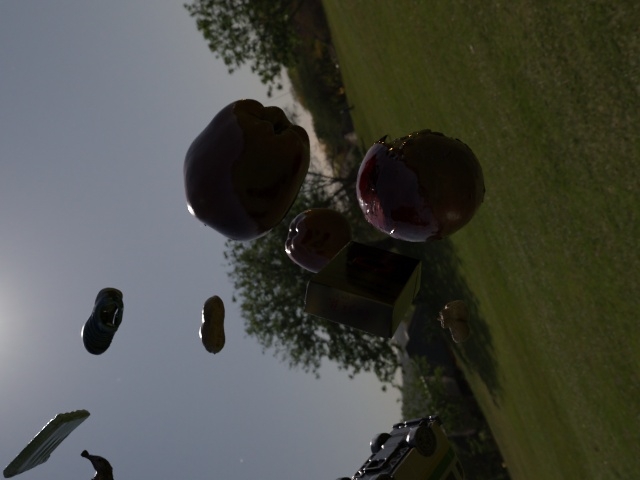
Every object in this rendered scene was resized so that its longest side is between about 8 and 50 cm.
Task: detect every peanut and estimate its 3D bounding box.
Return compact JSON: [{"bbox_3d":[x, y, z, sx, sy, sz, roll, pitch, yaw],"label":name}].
[{"bbox_3d":[-0.395,0.308,2.043,0.099,0.099,0.214,27,-116,-80],"label":"peanut"}]

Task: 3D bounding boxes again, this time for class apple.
[{"bbox_3d":[0.000,-0.002,1.873,0.234,0.234,0.234,-23,-90,-84],"label":"apple"},{"bbox_3d":[-0.173,-0.161,1.309,0.288,0.317,0.288,33,-160,-14],"label":"apple"}]

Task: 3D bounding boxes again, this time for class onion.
[{"bbox_3d":[0.215,-0.114,1.210,0.276,0.276,0.276,-23,-90,-84],"label":"onion"}]

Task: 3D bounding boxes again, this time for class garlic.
[{"bbox_3d":[0.538,0.323,2.221,0.099,0.124,0.175,77,-175,-67],"label":"garlic"}]

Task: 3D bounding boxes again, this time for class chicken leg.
[{"bbox_3d":[-0.551,0.574,1.386,0.145,0.062,0.037,48,147,41],"label":"chicken leg"}]

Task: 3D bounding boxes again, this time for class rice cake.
[{"bbox_3d":[-0.758,0.560,1.555,0.037,0.198,0.189,41,176,9],"label":"rice cake"}]

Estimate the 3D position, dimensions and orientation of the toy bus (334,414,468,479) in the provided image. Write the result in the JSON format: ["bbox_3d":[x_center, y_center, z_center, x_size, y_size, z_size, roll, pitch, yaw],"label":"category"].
[{"bbox_3d":[0.144,0.497,1.068,0.305,0.143,0.179,-31,-91,-44],"label":"toy bus"}]

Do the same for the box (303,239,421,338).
[{"bbox_3d":[0.086,0.080,1.012,0.240,0.159,0.071,-37,-41,-63],"label":"box"}]

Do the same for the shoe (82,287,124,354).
[{"bbox_3d":[-0.637,0.244,1.641,0.091,0.207,0.106,16,-172,-30],"label":"shoe"}]
